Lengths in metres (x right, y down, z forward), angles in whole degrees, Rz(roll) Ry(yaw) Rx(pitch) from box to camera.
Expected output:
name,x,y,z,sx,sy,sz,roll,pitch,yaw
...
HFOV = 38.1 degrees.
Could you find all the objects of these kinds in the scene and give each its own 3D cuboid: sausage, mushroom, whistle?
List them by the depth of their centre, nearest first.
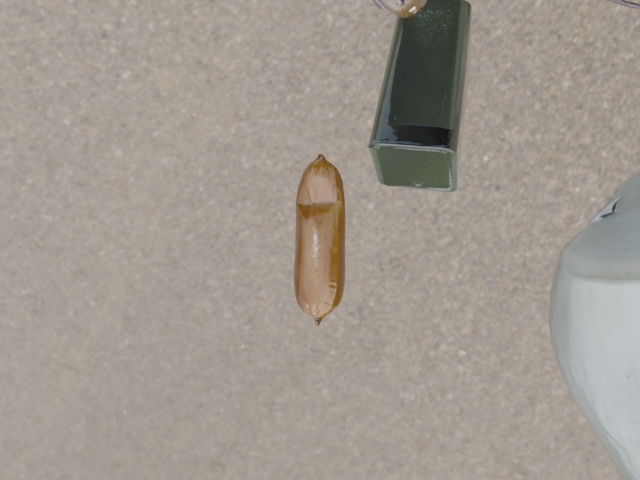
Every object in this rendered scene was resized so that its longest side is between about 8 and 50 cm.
name,x,y,z,sx,sy,sz,roll,pitch,yaw
mushroom,0.251,0.114,0.657,0.122,0.159,0.328,24,135,61
sausage,0.000,0.000,0.997,0.062,0.054,0.183,-3,85,28
whistle,0.090,-0.362,1.214,0.057,0.220,0.107,-33,126,27

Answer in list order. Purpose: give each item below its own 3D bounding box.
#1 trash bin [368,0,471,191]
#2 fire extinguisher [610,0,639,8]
name,x,y,z,sx,sy,sz,roll,pitch,yaw
trash bin,0.155,-0.211,1.355,0.122,0.240,0.164,7,162,12
fire extinguisher,0.417,-0.454,1.373,0.106,0.075,0.252,-12,104,34
